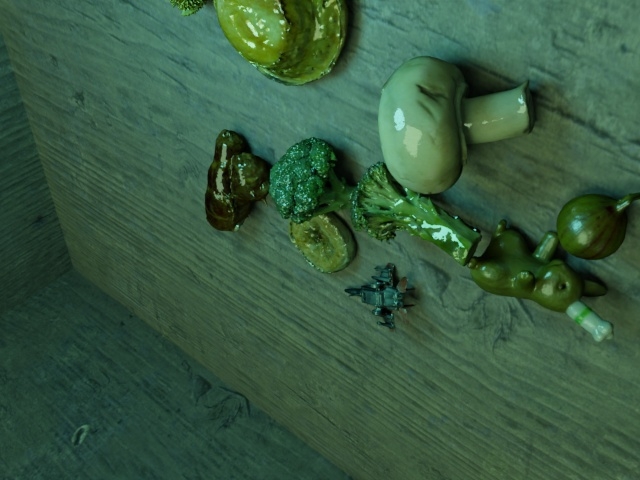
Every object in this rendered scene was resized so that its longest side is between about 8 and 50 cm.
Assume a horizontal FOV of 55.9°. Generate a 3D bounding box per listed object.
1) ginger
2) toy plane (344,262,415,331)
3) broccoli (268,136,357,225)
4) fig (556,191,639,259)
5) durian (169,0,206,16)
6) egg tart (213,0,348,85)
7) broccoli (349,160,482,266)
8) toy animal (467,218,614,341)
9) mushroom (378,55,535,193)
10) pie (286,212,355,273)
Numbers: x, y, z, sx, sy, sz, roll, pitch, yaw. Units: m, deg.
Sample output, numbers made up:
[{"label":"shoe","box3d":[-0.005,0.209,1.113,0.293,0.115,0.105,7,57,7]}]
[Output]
[{"label":"ginger","box3d":[-0.282,-0.159,2.061,0.254,0.176,0.418,41,137,19]},{"label":"toy plane","box3d":[0.171,0.180,1.969,0.326,0.104,0.222,2,97,48]},{"label":"broccoli","box3d":[-0.017,-0.163,1.766,0.270,0.269,0.270,18,145,-14]},{"label":"fig","box3d":[0.608,-0.036,1.311,0.148,0.142,0.186,19,155,-5]},{"label":"durian","box3d":[-0.375,-0.751,1.643,0.138,0.193,0.237,-22,119,28]},{"label":"egg tart","box3d":[-0.135,-0.584,1.534,0.443,0.178,0.443,26,139,25]},{"label":"broccoli","box3d":[0.240,-0.045,1.571,0.252,0.221,0.361,-43,62,20]},{"label":"toy animal","box3d":[0.546,0.088,1.465,0.363,0.181,0.180,19,143,35]},{"label":"mushroom","box3d":[0.298,-0.259,1.347,0.336,0.314,0.314,-5,121,23]},{"label":"pie","box3d":[0.000,0.000,2.018,0.274,0.055,0.274,26,137,27]}]
